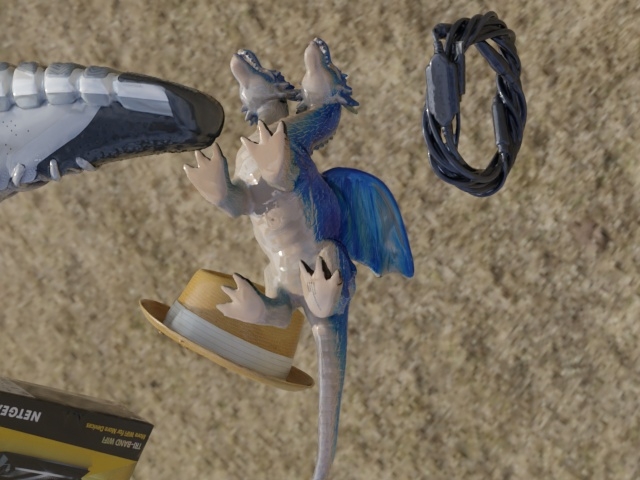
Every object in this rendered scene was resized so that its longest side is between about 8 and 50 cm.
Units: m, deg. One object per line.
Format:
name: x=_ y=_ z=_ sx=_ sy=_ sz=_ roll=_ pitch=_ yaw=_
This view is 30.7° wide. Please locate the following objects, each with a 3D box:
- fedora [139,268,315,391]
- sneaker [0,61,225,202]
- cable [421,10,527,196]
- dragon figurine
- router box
fedora: x=-0.082 y=0.080 z=1.167 sx=0.194 sy=0.194 sz=0.079 roll=27 pitch=91 yaw=21
sneaker: x=-0.165 y=-0.028 z=0.623 sx=0.229 sy=0.086 sz=0.132 roll=6 pitch=91 yaw=11
cable: x=0.159 y=-0.136 z=1.183 sx=0.047 sy=0.151 sz=0.184 roll=2 pitch=107 yaw=40
dragon figurine: x=0.000 y=0.000 z=0.730 sx=0.085 sy=0.144 sz=0.289 roll=-24 pitch=83 yaw=28
router box: x=-0.378 y=0.301 z=1.443 sx=0.081 sy=0.309 sz=0.242 roll=24 pitch=89 yaw=37
